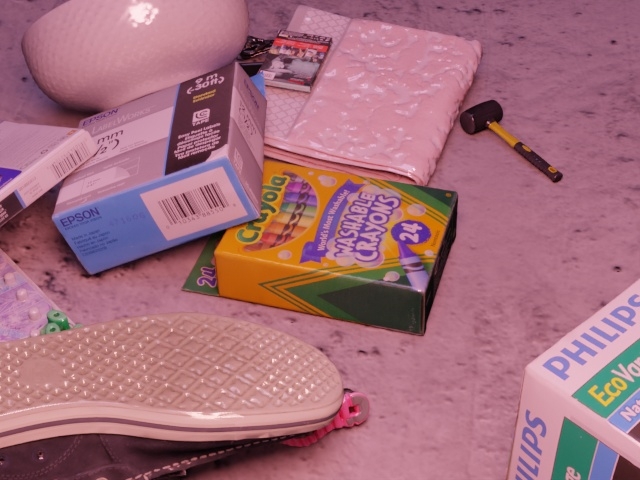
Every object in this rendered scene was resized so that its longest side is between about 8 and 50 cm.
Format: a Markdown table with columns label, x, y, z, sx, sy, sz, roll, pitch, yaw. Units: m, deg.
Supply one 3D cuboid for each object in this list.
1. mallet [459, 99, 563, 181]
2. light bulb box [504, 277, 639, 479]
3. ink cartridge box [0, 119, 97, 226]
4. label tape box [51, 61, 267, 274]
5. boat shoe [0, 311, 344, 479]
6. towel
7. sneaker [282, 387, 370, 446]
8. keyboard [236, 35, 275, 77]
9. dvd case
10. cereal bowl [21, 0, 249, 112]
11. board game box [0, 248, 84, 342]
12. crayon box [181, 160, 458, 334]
| label | x | y | z | sx | sy | sz | roll | pitch | yaw |
| --- | --- | --- | --- | --- | --- | --- | --- | --- | --- |
| mallet | 0.275 | -0.140 | 1.750 | 0.062 | 0.039 | 0.190 | -19 | 47 | -21 |
| light bulb box | 0.434 | 0.205 | 1.193 | 0.358 | 0.225 | 0.361 | -32 | 50 | -33 |
| ink cartridge box | -0.431 | -0.083 | 1.584 | 0.208 | 0.045 | 0.206 | 11 | 46 | 45 |
| label tape box | -0.207 | -0.133 | 1.632 | 0.249 | 0.115 | 0.348 | -18 | 38 | 14 |
| boat shoe | -0.224 | 0.194 | 1.287 | 0.500 | 0.156 | 0.187 | -6 | 35 | -10 |
| towel | 0.056 | -0.226 | 1.814 | 0.317 | 0.053 | 0.332 | 15 | 50 | 14 |
| sneaker | -0.006 | 0.197 | 1.368 | 0.119 | 0.047 | 0.057 | -14 | 20 | -15 |
| keyboard | -0.035 | -0.264 | 1.906 | 0.317 | 0.033 | 0.202 | -3 | 47 | -3 |
| dvd case | -0.039 | -0.273 | 1.816 | 0.087 | 0.013 | 0.119 | 11 | 49 | 13 |
| cereal bowl | -0.255 | -0.268 | 1.754 | 0.339 | 0.141 | 0.339 | -19 | -2 | -1 |
| board game box | -0.536 | 0.116 | 1.467 | 0.390 | 0.050 | 0.390 | -29 | 47 | -28 |
| crayon box | 0.000 | 0.000 | 1.558 | 0.322 | 0.083 | 0.203 | 9 | 42 | 14 |
